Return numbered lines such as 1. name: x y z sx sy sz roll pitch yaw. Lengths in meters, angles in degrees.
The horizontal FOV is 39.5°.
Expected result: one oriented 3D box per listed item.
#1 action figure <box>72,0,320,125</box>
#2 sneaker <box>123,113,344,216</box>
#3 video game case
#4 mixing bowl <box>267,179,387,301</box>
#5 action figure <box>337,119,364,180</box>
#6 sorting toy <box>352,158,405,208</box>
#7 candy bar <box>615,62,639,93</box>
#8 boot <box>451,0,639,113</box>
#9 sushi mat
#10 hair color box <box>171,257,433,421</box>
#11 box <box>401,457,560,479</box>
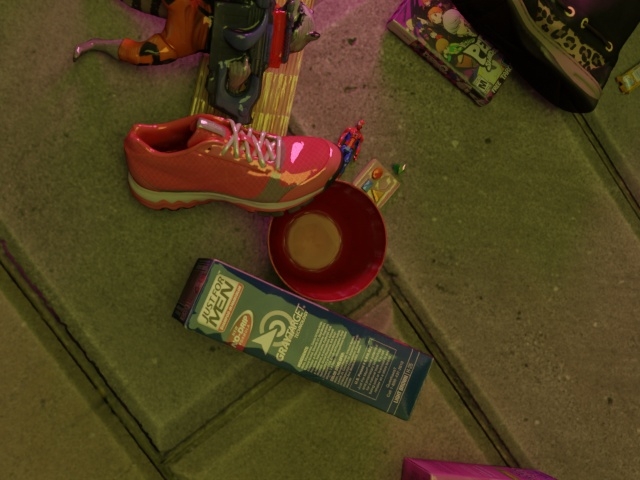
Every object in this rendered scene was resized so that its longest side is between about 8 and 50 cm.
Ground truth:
1. action figure: -0.155 -0.355 1.257 0.330 0.178 0.341 12 110 -14
2. sneaker: -0.125 -0.114 1.239 0.314 0.136 0.116 -3 54 3
3. video game case: 0.252 -0.372 1.445 0.210 0.042 0.232 38 80 -12
4. mixing bowl: 0.000 0.000 1.342 0.181 0.098 0.181 0 90 -15
5. action figure: 0.040 -0.138 1.393 0.038 0.030 0.115 29 80 -8
6. sorting toy: 0.098 -0.100 1.414 0.062 0.012 0.083 43 79 -10
7. candy bar: 0.578 -0.308 1.545 0.161 0.018 0.040 -35 94 -13
8. boot: 0.372 -0.418 1.385 0.377 0.138 0.284 42 80 -19
9. sushi mat: -0.107 -0.263 1.358 0.151 0.019 0.316 13 85 -14
10. hair color box: -0.030 0.139 1.293 0.347 0.174 0.105 25 83 -14
11. box: 0.247 0.467 1.392 0.243 0.117 0.213 9 87 -15
